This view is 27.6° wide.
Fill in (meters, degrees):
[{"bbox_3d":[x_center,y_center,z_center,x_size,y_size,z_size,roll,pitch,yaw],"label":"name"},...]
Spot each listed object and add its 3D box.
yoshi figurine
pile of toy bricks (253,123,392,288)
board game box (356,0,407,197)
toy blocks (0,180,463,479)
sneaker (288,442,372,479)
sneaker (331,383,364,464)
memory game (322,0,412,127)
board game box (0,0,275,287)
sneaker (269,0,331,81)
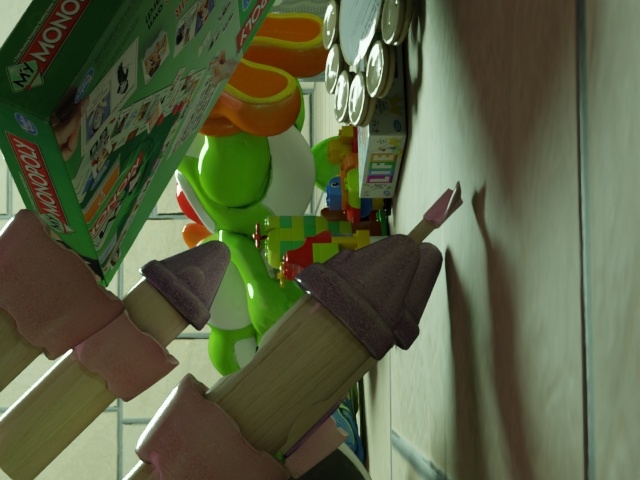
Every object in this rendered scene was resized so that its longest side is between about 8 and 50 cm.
[{"bbox_3d":[-0.027,-0.009,1.185,0.203,0.203,0.362,-126,30,-46],"label":"yoshi figurine"},{"bbox_3d":[0.000,0.000,1.013,0.212,0.105,0.118,-93,3,-52],"label":"pile of toy bricks"},{"bbox_3d":[0.041,-0.121,0.935,0.103,0.026,0.154,94,175,-68],"label":"board game box"},{"bbox_3d":[-0.016,0.106,0.682,0.309,0.260,0.288,44,171,8],"label":"toy blocks"},{"bbox_3d":[0.014,0.272,0.853,0.147,0.104,0.295,147,117,-85],"label":"sneaker"},{"bbox_3d":[0.012,0.170,1.330,0.126,0.091,0.240,152,120,-67],"label":"sneaker"},{"bbox_3d":[0.032,-0.165,0.862,0.186,0.012,0.186,-175,90,-75],"label":"memory game"},{"bbox_3d":[-0.082,-0.150,0.775,0.213,0.046,0.317,94,-159,-65],"label":"board game box"},{"bbox_3d":[-0.018,-0.279,1.478,0.281,0.105,0.115,95,174,-74],"label":"sneaker"}]
